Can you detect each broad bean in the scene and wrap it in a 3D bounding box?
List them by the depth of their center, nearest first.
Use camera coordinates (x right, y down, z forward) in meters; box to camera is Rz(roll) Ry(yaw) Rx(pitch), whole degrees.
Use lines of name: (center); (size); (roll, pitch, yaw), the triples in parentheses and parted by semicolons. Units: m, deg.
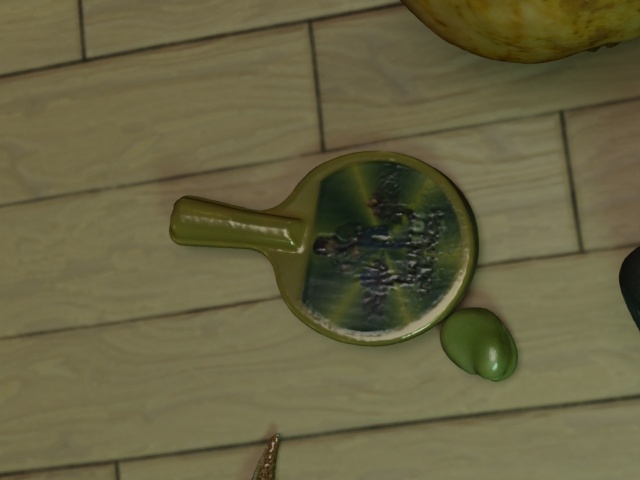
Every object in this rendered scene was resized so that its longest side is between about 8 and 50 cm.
broad bean: (0.153, 0.099, 1.552); (0.083, 0.045, 0.063); (41, 102, 26)

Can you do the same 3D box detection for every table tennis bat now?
table tennis bat: (0.000, 0.000, 1.609); (0.321, 0.050, 0.198); (9, 77, 16)

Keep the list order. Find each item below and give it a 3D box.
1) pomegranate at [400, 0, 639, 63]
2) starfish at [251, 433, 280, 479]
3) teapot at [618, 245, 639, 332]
pomegranate: (0.199, -0.368, 1.428); (0.410, 0.410, 0.410); (-3, 81, 16)
starfish: (-0.044, 0.310, 1.570); (0.213, 0.057, 0.238); (-15, 78, 6)
teapot: (0.424, 0.029, 1.432); (0.285, 0.305, 0.223); (-31, 111, 3)
